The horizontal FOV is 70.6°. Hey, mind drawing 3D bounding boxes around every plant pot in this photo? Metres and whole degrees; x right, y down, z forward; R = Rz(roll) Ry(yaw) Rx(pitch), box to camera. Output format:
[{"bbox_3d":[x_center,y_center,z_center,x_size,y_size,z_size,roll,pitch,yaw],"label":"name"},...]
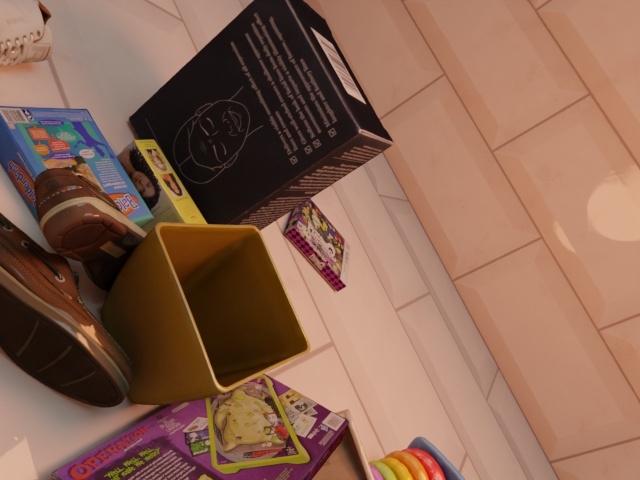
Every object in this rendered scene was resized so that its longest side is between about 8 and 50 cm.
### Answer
[{"bbox_3d":[-0.175,0.115,0.638,0.212,0.187,0.212,-1,63,-63],"label":"plant pot"}]

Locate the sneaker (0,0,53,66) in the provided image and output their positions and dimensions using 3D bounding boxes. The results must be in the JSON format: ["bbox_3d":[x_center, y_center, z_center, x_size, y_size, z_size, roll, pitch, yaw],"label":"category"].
[{"bbox_3d":[-0.461,-0.300,0.664,0.123,0.105,0.290,32,34,-41],"label":"sneaker"}]

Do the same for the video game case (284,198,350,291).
[{"bbox_3d":[0.000,0.000,1.284,0.232,0.041,0.210,49,25,-20],"label":"video game case"}]

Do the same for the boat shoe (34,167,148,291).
[{"bbox_3d":[-0.280,-0.012,0.583,0.095,0.095,0.257,53,-19,14],"label":"boat shoe"}]

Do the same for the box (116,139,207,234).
[{"bbox_3d":[-0.268,-0.053,0.779,0.232,0.087,0.058,57,22,-2],"label":"box"}]

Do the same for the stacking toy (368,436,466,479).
[{"bbox_3d":[0.109,0.478,0.846,0.301,0.175,0.165,16,9,-33],"label":"stacking toy"}]

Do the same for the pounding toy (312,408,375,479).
[{"bbox_3d":[-0.027,0.395,0.711,0.205,0.094,0.181,-7,57,-25],"label":"pounding toy"}]

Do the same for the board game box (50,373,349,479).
[{"bbox_3d":[-0.121,0.275,0.583,0.208,0.056,0.346,26,15,21],"label":"board game box"}]

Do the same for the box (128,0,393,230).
[{"bbox_3d":[-0.116,-0.211,0.872,0.294,0.395,0.212,63,23,6],"label":"box"}]

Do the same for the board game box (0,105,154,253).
[{"bbox_3d":[-0.370,-0.098,0.679,0.210,0.047,0.160,59,24,-1],"label":"board game box"}]

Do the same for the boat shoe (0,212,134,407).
[{"bbox_3d":[-0.321,0.060,0.514,0.307,0.110,0.104,51,25,-19],"label":"boat shoe"}]
